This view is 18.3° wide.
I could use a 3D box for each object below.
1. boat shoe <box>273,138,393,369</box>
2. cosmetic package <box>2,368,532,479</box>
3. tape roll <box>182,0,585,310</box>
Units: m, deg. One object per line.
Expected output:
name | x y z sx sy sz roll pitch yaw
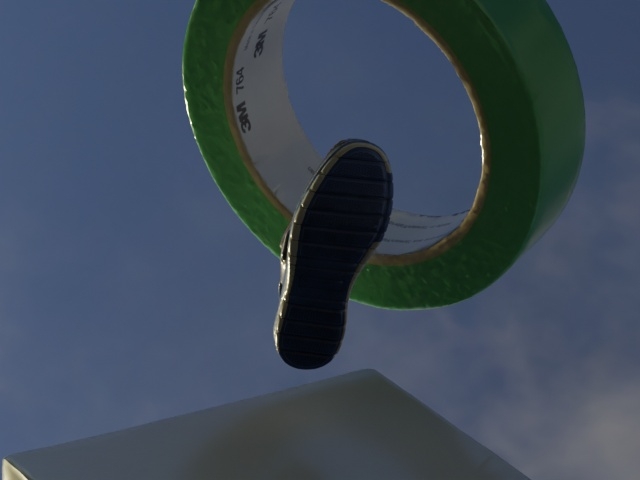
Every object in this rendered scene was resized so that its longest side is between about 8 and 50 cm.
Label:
boat shoe | 0.000 0.000 1.411 0.066 0.066 0.183 -107 -148 -57
cosmetic package | -0.014 0.356 1.420 0.327 0.329 0.393 33 -53 51
tape roll | 0.044 -0.103 1.523 0.321 0.077 0.321 18 -55 27
